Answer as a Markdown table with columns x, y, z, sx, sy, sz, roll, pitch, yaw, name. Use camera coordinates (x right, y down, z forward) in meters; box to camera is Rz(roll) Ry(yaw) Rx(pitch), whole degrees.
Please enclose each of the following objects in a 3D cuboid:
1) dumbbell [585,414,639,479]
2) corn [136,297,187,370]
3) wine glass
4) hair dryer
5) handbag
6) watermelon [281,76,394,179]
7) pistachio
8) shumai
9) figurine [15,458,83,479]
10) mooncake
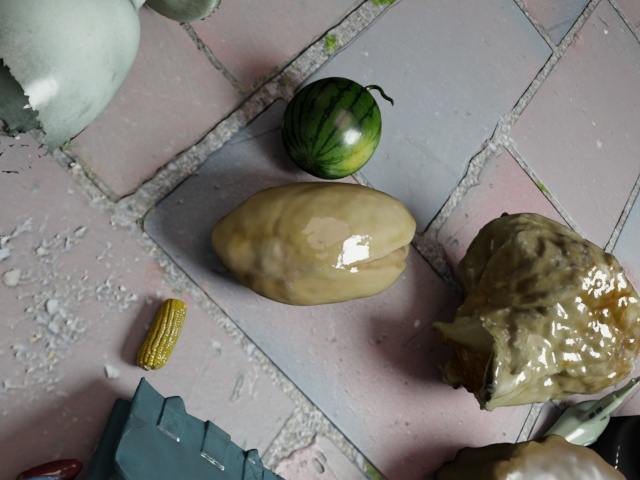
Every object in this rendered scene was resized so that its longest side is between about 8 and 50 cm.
| x | y | z | sx | sy | sz | roll | pitch | yaw | name |
| --- | --- | --- | --- | --- | --- | --- | --- | --- | --- |
| 0.599 | 0.367 | 1.026 | 0.204 | 0.322 | 0.203 | 12 | 68 | -30 | dumbbell |
| -0.185 | 0.110 | 0.784 | 0.037 | 0.037 | 0.092 | 30 | 57 | -21 | corn |
| -0.277 | -0.248 | 0.757 | 0.190 | 0.190 | 0.357 | 42 | 56 | -14 | wine glass |
| 0.404 | 0.285 | 1.028 | 0.167 | 0.199 | 0.067 | -31 | 66 | -14 | hair dryer |
| -0.129 | 0.262 | 0.709 | 0.229 | 0.062 | 0.179 | 41 | 16 | -18 | handbag |
| 0.027 | -0.172 | 0.960 | 0.140 | 0.141 | 0.187 | 47 | 52 | -11 | watermelon |
| 0.000 | 0.000 | 0.871 | 0.293 | 0.181 | 0.162 | -6 | 114 | -31 | pistachio |
| 0.304 | 0.153 | 0.943 | 0.314 | 0.267 | 0.262 | 42 | 53 | -7 | shumai |
| -0.207 | 0.328 | 0.652 | 0.234 | 0.127 | 0.185 | 20 | 47 | -16 | figurine |
| 0.274 | 0.427 | 0.882 | 0.324 | 0.187 | 0.323 | 12 | 66 | -28 | mooncake |
